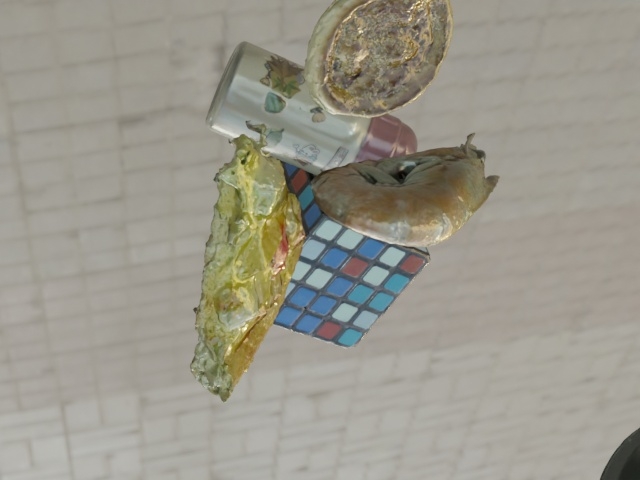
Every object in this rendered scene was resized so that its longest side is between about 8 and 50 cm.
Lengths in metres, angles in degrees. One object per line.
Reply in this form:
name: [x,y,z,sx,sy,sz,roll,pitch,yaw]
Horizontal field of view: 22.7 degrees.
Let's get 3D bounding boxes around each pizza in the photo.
pizza: [-0.067,0.003,1.600,0.075,0.280,0.287,15,149,9]

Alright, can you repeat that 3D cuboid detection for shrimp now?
shrimp: [0.099,-0.065,1.763,0.317,0.168,0.077,-34,144,-61]

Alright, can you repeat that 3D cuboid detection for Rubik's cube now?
Rubik's cube: [0.000,0.000,2.068,0.184,0.187,0.182,21,120,-36]

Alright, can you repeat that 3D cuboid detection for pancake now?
pancake: [0.055,-0.171,1.408,0.158,0.028,0.158,-19,137,-19]

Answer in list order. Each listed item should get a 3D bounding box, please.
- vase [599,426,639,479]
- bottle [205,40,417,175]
vase: [0.361,0.250,1.233,0.301,0.156,0.251,37,128,-17]
bottle: [-0.005,-0.142,1.937,0.253,0.120,0.120,23,143,-10]
